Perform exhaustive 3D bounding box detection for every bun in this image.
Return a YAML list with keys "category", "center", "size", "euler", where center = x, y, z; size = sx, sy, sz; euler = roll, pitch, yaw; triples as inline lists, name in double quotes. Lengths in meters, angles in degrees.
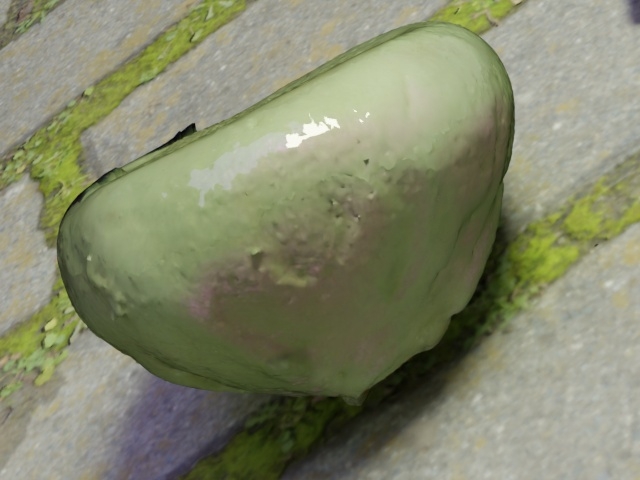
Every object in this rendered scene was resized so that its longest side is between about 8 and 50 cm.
- category: "bun"
  center: [0.000, 0.000, 0.974]
  size: [0.293, 0.187, 0.293]
  euler: [-27, 9, 5]
